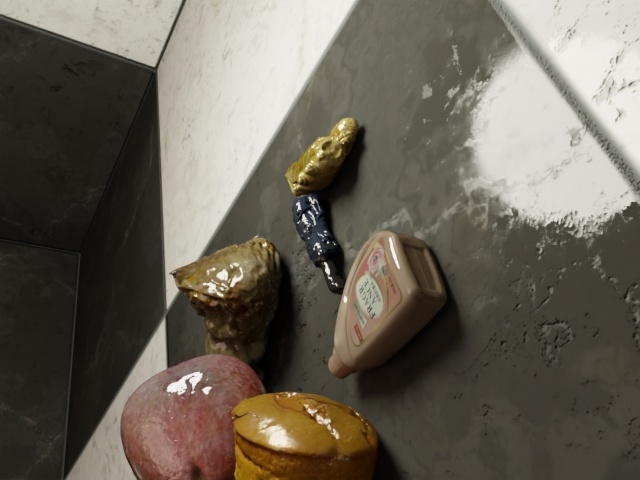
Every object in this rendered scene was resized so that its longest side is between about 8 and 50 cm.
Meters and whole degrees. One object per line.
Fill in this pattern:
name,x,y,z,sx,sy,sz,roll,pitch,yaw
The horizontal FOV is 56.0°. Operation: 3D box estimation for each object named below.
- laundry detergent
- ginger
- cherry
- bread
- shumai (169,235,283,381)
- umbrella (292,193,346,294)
laundry detergent,0.078,0.093,0.894,0.237,0.076,0.171,-54,36,38
ginger,-0.004,-0.135,1.111,0.205,0.081,0.115,-47,29,41
cherry,-0.207,0.332,1.041,0.307,0.261,0.221,-118,8,-49
bread,-0.030,0.299,0.875,0.270,0.195,0.142,173,99,-66
shumai,-0.161,0.155,1.243,0.346,0.217,0.283,-6,105,70
umbrella,-0.005,0.005,1.075,0.071,0.071,0.248,-55,35,33
